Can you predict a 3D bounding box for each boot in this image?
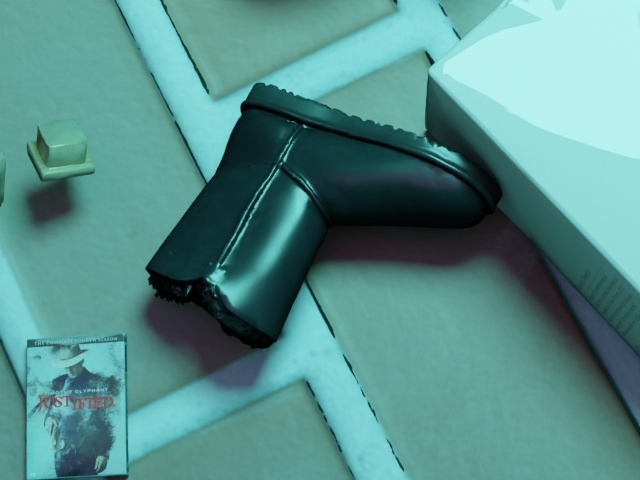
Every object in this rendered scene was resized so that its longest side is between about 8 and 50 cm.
[{"bbox_3d":[0.000,0.000,1.087,0.246,0.094,0.207,22,75,16],"label":"boot"}]

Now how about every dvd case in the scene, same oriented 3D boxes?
[{"bbox_3d":[-0.205,0.140,1.112,0.087,0.013,0.120,-3,75,4],"label":"dvd case"}]

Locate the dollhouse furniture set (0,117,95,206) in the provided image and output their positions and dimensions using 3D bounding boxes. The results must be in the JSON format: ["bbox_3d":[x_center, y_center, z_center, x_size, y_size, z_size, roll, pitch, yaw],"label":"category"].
[{"bbox_3d":[-0.420,-0.086,1.165,0.355,0.174,0.303,-10,46,-25],"label":"dollhouse furniture set"}]

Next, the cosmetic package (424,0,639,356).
[{"bbox_3d":[0.283,-0.046,1.050,0.217,0.156,0.385,-39,75,-6],"label":"cosmetic package"}]
